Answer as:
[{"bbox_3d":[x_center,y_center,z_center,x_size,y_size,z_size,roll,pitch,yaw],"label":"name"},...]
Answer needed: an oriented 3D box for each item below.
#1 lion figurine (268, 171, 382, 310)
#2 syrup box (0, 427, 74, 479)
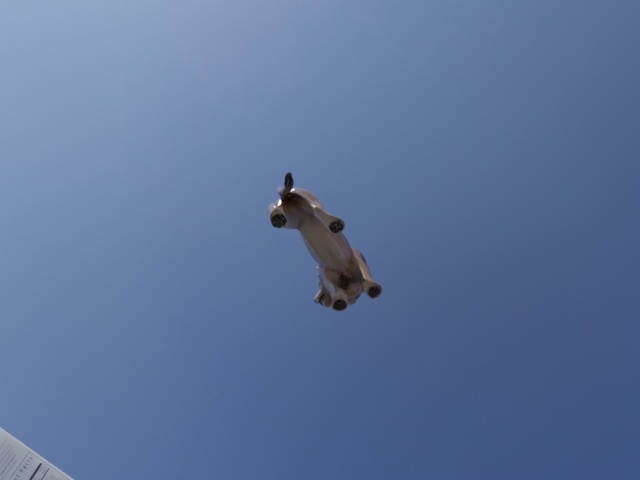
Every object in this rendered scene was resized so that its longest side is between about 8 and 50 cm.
[{"bbox_3d":[0.000,0.000,1.027,0.142,0.240,0.392,-26,-63,-1],"label":"lion figurine"},{"bbox_3d":[-0.273,0.250,0.426,0.093,0.096,0.237,-40,-74,12],"label":"syrup box"}]
